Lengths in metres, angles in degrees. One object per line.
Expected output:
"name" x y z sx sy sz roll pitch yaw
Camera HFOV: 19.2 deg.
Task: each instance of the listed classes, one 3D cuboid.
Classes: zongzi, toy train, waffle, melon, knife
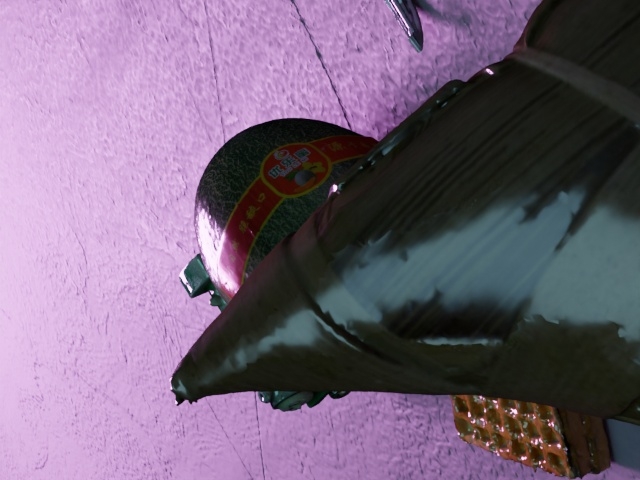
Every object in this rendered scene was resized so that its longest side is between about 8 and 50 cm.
"zongzi" 0.212 0.097 0.975 0.467 0.218 0.500 -45 60 12
"toy train" -0.041 0.073 1.702 0.178 0.104 0.071 58 145 12
"waffle" 0.158 0.125 1.481 0.148 0.042 0.102 14 124 54
"melon" 0.000 0.000 1.508 0.288 0.182 0.182 35 138 44
"knife" 0.036 -0.220 1.450 0.022 0.026 0.184 -34 76 20
